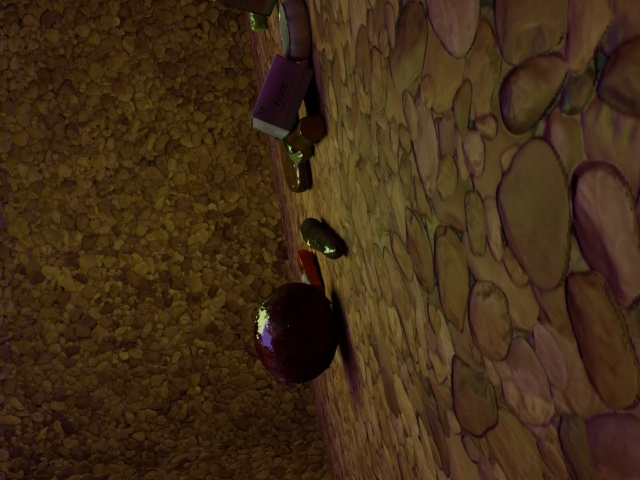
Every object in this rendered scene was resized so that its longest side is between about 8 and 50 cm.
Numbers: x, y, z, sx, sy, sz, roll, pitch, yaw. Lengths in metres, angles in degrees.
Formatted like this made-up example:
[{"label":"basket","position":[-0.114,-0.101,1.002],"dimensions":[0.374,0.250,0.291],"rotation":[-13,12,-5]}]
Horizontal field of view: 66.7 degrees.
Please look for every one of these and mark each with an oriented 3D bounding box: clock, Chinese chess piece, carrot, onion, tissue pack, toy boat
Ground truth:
[{"label":"clock","position":[-0.030,0.118,1.614],"dimensions":[0.113,0.061,0.155],"rotation":[89,165,-52]},{"label":"Chinese chess piece","position":[-0.054,-0.440,1.024],"dimensions":[0.122,0.051,0.122],"rotation":[170,90,-81]},{"label":"carrot","position":[0.001,-0.001,1.186],"dimensions":[0.342,0.070,0.070],"rotation":[-134,34,-74]},{"label":"carrot","position":[-0.037,-0.244,1.115],"dimensions":[0.225,0.067,0.067],"rotation":[-157,57,-79]},{"label":"onion","position":[-0.070,0.253,1.361],"dimensions":[0.276,0.276,0.276],"rotation":[169,90,-83]},{"label":"tissue pack","position":[-0.096,-0.325,1.133],"dimensions":[0.246,0.092,0.149],"rotation":[-141,73,-79]},{"label":"toy boat","position":[-0.063,-0.252,1.293],"dimensions":[0.066,0.065,0.172],"rotation":[68,170,-27]}]

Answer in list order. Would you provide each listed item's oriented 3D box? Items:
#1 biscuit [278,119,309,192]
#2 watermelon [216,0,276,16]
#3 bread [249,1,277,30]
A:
[{"label":"biscuit","position":[-0.081,-0.282,1.463],"dimensions":[0.262,0.052,0.277],"rotation":[-158,59,-76]},{"label":"watermelon","position":[-0.190,-0.674,1.167],"dimensions":[0.148,0.226,0.318],"rotation":[37,159,25]},{"label":"bread","position":[-0.166,-0.704,1.357],"dimensions":[0.049,0.088,0.226],"rotation":[-112,13,-47]}]
